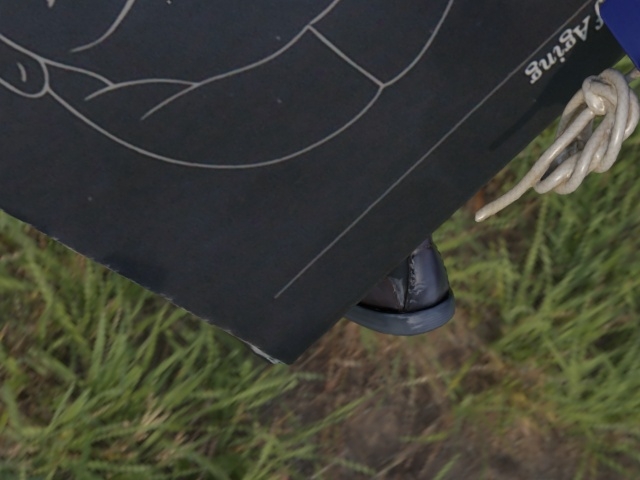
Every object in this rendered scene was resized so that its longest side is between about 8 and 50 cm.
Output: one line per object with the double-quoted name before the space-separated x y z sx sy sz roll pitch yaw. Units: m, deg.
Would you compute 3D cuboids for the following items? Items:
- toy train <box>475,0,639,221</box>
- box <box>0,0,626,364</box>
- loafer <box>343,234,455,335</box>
"toy train" 0.187 -0.088 0.664 0.143 0.248 0.105 3 50 -47
"box" -0.040 -0.262 0.650 0.472 0.480 0.297 35 17 -45
"loafer" 0.000 0.000 1.392 0.109 0.302 0.095 -27 121 -38
